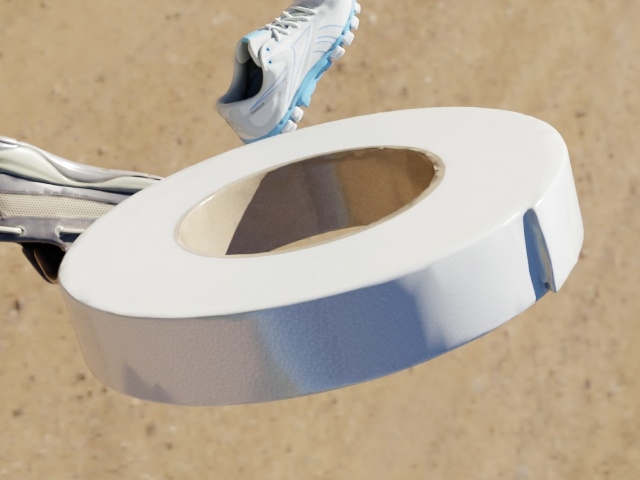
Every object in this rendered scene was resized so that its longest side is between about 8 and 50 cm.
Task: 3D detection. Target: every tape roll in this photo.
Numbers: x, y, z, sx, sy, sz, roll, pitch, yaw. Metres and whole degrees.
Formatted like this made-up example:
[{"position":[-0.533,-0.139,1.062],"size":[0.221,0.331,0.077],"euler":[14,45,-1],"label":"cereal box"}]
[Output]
[{"position":[0.000,0.000,1.189],"size":[0.392,0.392,0.072],"euler":[-41,122,-51],"label":"tape roll"}]

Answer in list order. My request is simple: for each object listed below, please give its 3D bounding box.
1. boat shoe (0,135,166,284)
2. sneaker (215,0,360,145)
[{"position":[-0.253,-0.014,1.628],"size":[0.355,0.132,0.130],"euler":[14,83,-29],"label":"boat shoe"},{"position":[-0.032,-0.176,1.441],"size":[0.083,0.071,0.190],"euler":[38,74,-44],"label":"sneaker"}]
